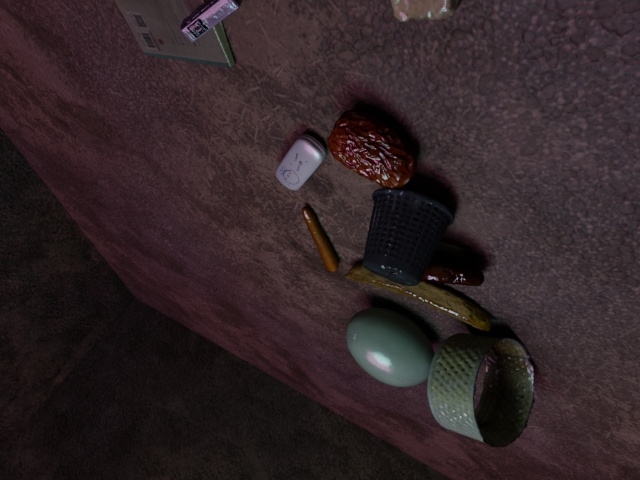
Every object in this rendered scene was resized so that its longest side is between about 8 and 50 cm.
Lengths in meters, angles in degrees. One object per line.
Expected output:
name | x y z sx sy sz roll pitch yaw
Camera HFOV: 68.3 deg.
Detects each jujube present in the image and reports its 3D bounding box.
jujube | 0.100 -0.170 0.885 0.176 0.109 0.112 30 -172 -7

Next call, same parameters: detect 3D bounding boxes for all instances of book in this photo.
book | -0.315 -0.461 0.960 0.282 0.025 0.215 19 149 28

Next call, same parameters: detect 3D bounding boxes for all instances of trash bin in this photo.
trash bin | 0.162 0.000 0.955 0.175 0.161 0.175 21 168 5

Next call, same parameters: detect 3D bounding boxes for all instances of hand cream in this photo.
hand cream | 0.272 0.013 1.062 0.102 0.022 0.035 18 147 19

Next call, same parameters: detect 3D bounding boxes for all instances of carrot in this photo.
carrot | 0.000 0.000 1.306 0.043 0.043 0.248 11 142 37

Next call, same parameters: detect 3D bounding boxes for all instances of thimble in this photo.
thimble | 0.409 0.372 1.203 0.150 0.271 0.271 -3 134 53

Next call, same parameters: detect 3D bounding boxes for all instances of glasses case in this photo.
glasses case | -0.049 -0.175 1.082 0.076 0.049 0.197 39 151 -8

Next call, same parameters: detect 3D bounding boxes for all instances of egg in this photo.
egg | 0.205 0.314 1.392 0.282 0.203 0.203 30 151 2

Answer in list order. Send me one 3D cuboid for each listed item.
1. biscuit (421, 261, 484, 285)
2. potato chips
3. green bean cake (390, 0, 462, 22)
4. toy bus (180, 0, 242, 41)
biscuit | 0.267 0.074 1.054 0.191 0.050 0.192 9 177 1
potato chips | 0.244 0.130 1.226 0.406 0.057 0.080 20 161 25
green bean cake | 0.127 -0.364 0.551 0.085 0.109 0.179 16 145 32
toy bus | -0.198 -0.408 0.851 0.130 0.052 0.037 -20 138 29
